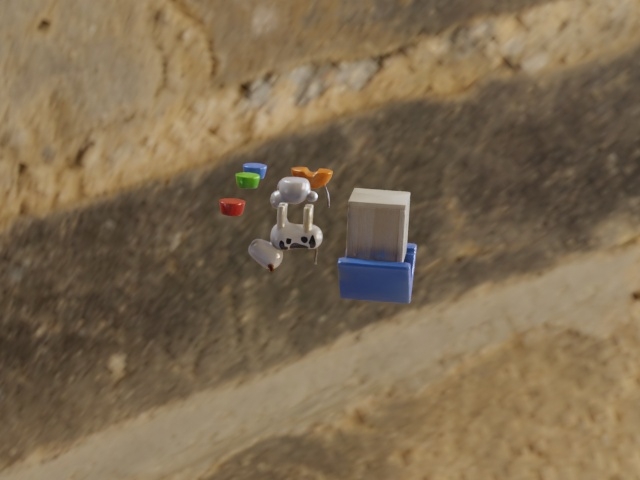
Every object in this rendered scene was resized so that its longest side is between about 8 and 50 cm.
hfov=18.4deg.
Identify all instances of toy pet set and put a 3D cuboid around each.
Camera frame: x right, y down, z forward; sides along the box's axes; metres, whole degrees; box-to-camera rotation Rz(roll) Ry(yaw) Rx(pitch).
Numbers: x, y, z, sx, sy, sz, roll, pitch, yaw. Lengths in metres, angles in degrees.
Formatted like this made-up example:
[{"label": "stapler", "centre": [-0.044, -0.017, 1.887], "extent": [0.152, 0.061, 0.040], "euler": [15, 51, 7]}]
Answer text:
[{"label": "toy pet set", "centre": [0.000, 0.000, 1.189], "extent": [0.114, 0.122, 0.065], "euler": [5, -76, 6]}]
